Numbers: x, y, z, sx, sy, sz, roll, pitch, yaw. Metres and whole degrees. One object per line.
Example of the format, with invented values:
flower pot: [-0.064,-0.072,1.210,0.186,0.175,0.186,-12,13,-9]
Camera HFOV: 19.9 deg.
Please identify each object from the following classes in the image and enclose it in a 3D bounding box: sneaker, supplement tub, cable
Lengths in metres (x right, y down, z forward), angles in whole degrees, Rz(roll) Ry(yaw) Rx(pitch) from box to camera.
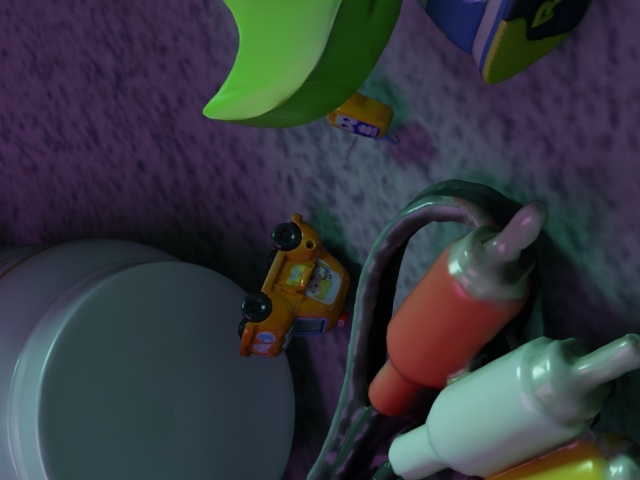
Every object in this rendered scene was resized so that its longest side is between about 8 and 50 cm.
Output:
sneaker: [0.058,-0.115,0.542,0.059,0.053,0.144,46,139,27]
supplement tub: [-0.118,0.073,0.794,0.200,0.144,0.144,-3,108,52]
cable: [0.011,0.087,0.657,0.287,0.072,0.139,-42,74,34]

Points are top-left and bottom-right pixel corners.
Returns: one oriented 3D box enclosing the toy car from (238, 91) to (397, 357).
toy car: [0.000,0.000,0.683,0.040,0.060,0.122,22,142,3]

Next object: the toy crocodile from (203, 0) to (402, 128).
toy crocodile: [-0.117,-0.160,0.573,0.340,0.115,0.105,33,100,3]
